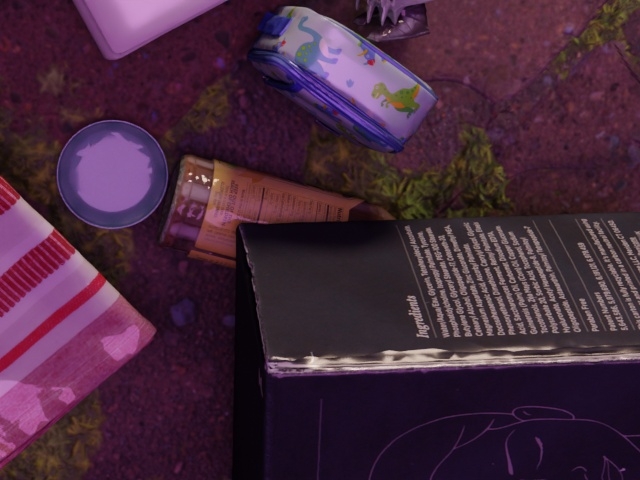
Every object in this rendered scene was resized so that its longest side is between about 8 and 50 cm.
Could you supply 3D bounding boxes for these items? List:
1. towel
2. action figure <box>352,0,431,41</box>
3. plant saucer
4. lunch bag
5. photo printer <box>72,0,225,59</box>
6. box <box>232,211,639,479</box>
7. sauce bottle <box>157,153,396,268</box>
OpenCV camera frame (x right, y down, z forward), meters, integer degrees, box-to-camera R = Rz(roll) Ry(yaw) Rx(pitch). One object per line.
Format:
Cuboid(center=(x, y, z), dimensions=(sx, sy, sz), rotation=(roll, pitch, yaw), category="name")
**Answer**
Cuboid(center=(-0.362, 0.065, 1.878), dimensions=(0.237, 0.037, 0.329), rotation=(-41, 114, 5), category="towel")
Cuboid(center=(0.076, -0.354, 1.867), dimensions=(0.099, 0.185, 0.285), rotation=(-9, 111, -24), category="action figure")
Cuboid(center=(-0.224, -0.072, 1.961), dimensions=(0.119, 0.021, 0.119), rotation=(-2, 103, -8), category="plant saucer")
Cuboid(center=(0.015, -0.168, 1.870), dimensions=(0.176, 0.219, 0.090), rotation=(36, 90, -15), category="lunch bag")
Cuboid(center=(-0.179, -0.375, 1.852), dimensions=(0.256, 0.107, 0.307), rotation=(-27, 105, -1), category="photo printer")
Cuboid(center=(0.153, 0.244, 1.892), dimensions=(0.472, 0.297, 0.480), rotation=(-2, 120, -9), category="box")
Cuboid(center=(0.000, 0.000, 1.965), dimensions=(0.344, 0.111, 0.111), rotation=(16, 100, -13), category="sauce bottle")
